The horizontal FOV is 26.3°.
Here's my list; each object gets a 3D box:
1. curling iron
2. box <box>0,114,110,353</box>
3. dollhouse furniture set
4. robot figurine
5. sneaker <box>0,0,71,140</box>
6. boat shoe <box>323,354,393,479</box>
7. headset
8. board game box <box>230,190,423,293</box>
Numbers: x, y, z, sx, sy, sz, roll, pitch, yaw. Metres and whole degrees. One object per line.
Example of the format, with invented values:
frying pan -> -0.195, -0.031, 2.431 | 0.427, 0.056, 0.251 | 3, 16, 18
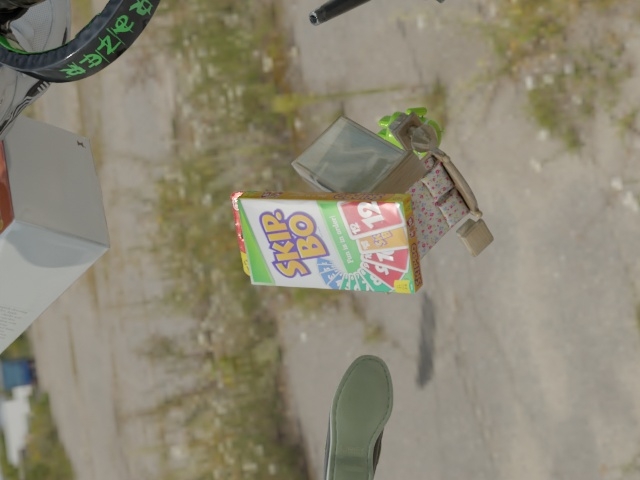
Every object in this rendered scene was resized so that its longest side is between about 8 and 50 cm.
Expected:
curling iron -> 0.081, -0.311, 1.709 | 0.068, 0.274, 0.035 | 54, 134, 10
box -> -0.494, 0.002, 2.065 | 0.345, 0.168, 0.215 | -41, 50, 31
dollhouse furniture set -> 0.110, 0.009, 1.973 | 0.174, 0.303, 0.355 | 36, 167, 50
robot figurine -> 0.156, -0.182, 2.345 | 0.067, 0.115, 0.101 | -41, -36, -64
sneaker -> -0.450, -0.234, 1.827 | 0.365, 0.137, 0.210 | -59, 0, -17
boat shoe -> 0.043, 0.264, 1.821 | 0.068, 0.081, 0.227 | 111, 172, -65
headset -> -0.277, -0.336, 1.457 | 0.185, 0.243, 0.394 | 20, -144, -56
board game box -> 0.000, 0.000, 1.743 | 0.039, 0.259, 0.124 | -38, -55, -52
